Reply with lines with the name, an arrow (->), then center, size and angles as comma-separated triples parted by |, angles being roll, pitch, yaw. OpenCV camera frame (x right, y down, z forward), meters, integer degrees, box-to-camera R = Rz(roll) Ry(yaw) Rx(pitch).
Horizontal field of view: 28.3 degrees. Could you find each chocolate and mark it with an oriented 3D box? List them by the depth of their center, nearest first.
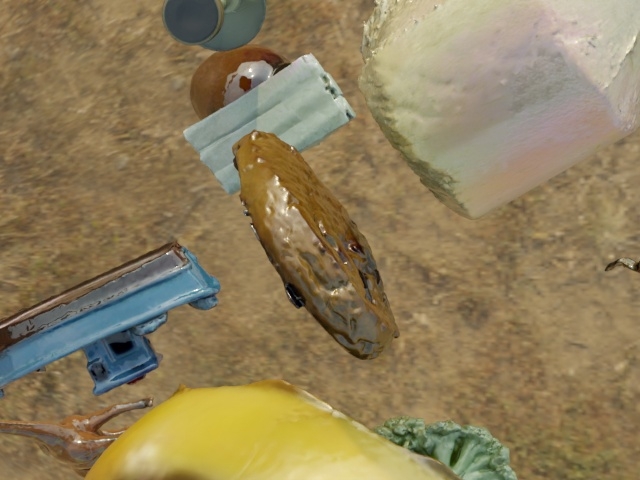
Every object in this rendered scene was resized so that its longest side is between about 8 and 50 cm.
chocolate -> -0.112, -0.206, 1.835 | 0.177, 0.177, 0.176 | 1, 88, -27

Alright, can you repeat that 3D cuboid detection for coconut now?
coconut -> 0.214, -0.206, 1.358 | 0.309, 0.297, 0.297 | -33, 108, 20

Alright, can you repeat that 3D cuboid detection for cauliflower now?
cauliflower -> 0.111, 0.377, 1.598 | 0.260, 0.281, 0.327 | 35, 109, -28

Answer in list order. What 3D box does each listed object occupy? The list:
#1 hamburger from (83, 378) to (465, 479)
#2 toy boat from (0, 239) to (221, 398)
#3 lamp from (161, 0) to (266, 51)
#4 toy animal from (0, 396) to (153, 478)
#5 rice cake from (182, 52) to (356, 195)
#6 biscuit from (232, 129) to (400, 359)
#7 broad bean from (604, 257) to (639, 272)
hamburger -> -0.060, 0.307, 0.823 | 0.395, 0.396, 0.277 | 55, 49, -15
toy boat -> -0.186, 0.082, 1.055 | 0.223, 0.100, 0.097 | -25, 97, 2
lamp -> -0.128, -0.289, 1.560 | 0.121, 0.214, 0.121 | 2, 108, 8
toy animal -> -0.322, 0.247, 1.620 | 0.230, 0.224, 0.066 | -12, 56, -10
rice cake -> -0.068, -0.158, 1.722 | 0.211, 0.038, 0.124 | -36, 89, 4
biscuit -> 0.002, 0.000, 1.394 | 0.075, 0.296, 0.296 | -32, 105, 10
broad bean -> 0.303, -0.045, 0.955 | 0.075, 0.325, 0.067 | -37, 71, -19
